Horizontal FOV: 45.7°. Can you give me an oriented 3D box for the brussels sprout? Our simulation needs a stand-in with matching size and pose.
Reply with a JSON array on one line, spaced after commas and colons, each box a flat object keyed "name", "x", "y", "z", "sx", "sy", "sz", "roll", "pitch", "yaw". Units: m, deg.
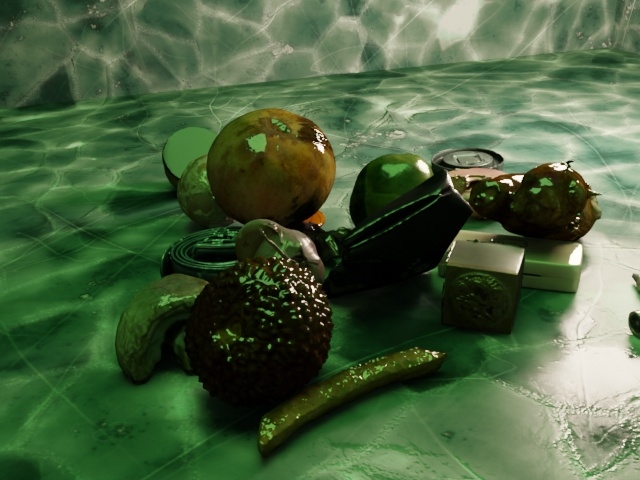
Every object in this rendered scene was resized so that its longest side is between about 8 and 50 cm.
[{"name": "brussels sprout", "x": 0.173, "y": -0.096, "z": 1.890, "sx": 0.210, "sy": 0.220, "sz": 0.271, "roll": -2, "pitch": -8, "yaw": -13}]

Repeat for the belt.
[{"name": "belt", "x": -0.230, "y": 0.049, "z": 1.720, "sx": 0.267, "sy": 0.116, "sz": 0.206, "roll": -11, "pitch": 30, "yaw": -24}]

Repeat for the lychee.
[{"name": "lychee", "x": -0.095, "y": 0.160, "z": 1.320, "sx": 0.267, "sy": 0.268, "sz": 0.267, "roll": -2, "pitch": 25, "yaw": 1}]

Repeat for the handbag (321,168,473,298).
[{"name": "handbag", "x": 0.145, "y": 0.011, "z": 1.599, "sx": 0.288, "sy": 0.342, "sz": 0.152, "roll": -25, "pitch": 71, "yaw": -19}]

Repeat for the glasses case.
[{"name": "glasses case", "x": 0.431, "y": 0.043, "z": 1.731, "sx": 0.312, "sy": 0.070, "sz": 0.131, "roll": 7, "pitch": 26, "yaw": 19}]

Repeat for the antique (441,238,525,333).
[{"name": "antique", "x": 0.326, "y": 0.095, "z": 1.542, "sx": 0.151, "sy": 0.147, "sz": 0.148, "roll": 7, "pitch": 28, "yaw": 18}]

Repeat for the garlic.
[{"name": "garlic", "x": -0.113, "y": 0.060, "z": 1.546, "sx": 0.207, "sy": 0.207, "sz": 0.256, "roll": 6, "pitch": -5, "yaw": 17}]

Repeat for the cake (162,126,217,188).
[{"name": "cake", "x": -0.377, "y": -0.223, "z": 2.300, "sx": 0.185, "sy": 0.178, "sz": 0.208, "roll": -32, "pitch": 68, "yaw": -15}]

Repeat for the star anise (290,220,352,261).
[{"name": "star anise", "x": -0.012, "y": 0.005, "z": 1.852, "sx": 0.212, "sy": 0.073, "sz": 0.197, "roll": 10, "pitch": 25, "yaw": 30}]

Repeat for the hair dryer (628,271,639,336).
[{"name": "hair dryer", "x": 0.680, "y": 0.116, "z": 1.573, "sx": 0.195, "sy": 0.054, "sz": 0.220, "roll": -9, "pitch": 25, "yaw": -14}]

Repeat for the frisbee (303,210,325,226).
[{"name": "frisbee", "x": -0.083, "y": -0.064, "z": 2.054, "sx": 0.192, "sy": 0.035, "sz": 0.192, "roll": -2, "pitch": 24, "yaw": 1}]

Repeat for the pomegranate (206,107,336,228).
[{"name": "pomegranate", "x": -0.118, "y": -0.172, "z": 1.843, "sx": 0.322, "sy": 0.322, "sz": 0.322, "roll": -2, "pitch": 25, "yaw": 1}]

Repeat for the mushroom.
[{"name": "mushroom", "x": -0.264, "y": 0.144, "z": 1.459, "sx": 0.266, "sy": 0.164, "sz": 0.189, "roll": -9, "pitch": 26, "yaw": -15}]

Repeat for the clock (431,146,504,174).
[{"name": "clock", "x": 0.457, "y": -0.236, "z": 2.369, "sx": 0.225, "sy": 0.049, "sz": 0.226, "roll": -3, "pitch": 25, "yaw": 1}]

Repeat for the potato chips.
[{"name": "potato chips", "x": 0.048, "y": 0.260, "z": 1.307, "sx": 0.407, "sy": 0.057, "sz": 0.080, "roll": -18, "pitch": 42, "yaw": -32}]

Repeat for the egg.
[{"name": "egg", "x": -0.280, "y": -0.137, "z": 2.030, "sx": 0.203, "sy": 0.203, "sz": 0.245, "roll": -1, "pitch": 23, "yaw": 2}]

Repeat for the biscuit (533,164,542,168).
[{"name": "biscuit", "x": 0.620, "y": -0.142, "z": 1.992, "sx": 0.131, "sy": 0.026, "sz": 0.237, "roll": 2, "pitch": -20, "yaw": 14}]

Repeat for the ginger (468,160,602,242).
[{"name": "ginger", "x": 0.552, "y": -0.084, "z": 1.770, "sx": 0.254, "sy": 0.176, "sz": 0.418, "roll": -2, "pitch": -7, "yaw": 44}]

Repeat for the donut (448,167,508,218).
[{"name": "donut", "x": 0.450, "y": -0.132, "z": 2.097, "sx": 0.199, "sy": 0.085, "sz": 0.233, "roll": -6, "pitch": 25, "yaw": -6}]
